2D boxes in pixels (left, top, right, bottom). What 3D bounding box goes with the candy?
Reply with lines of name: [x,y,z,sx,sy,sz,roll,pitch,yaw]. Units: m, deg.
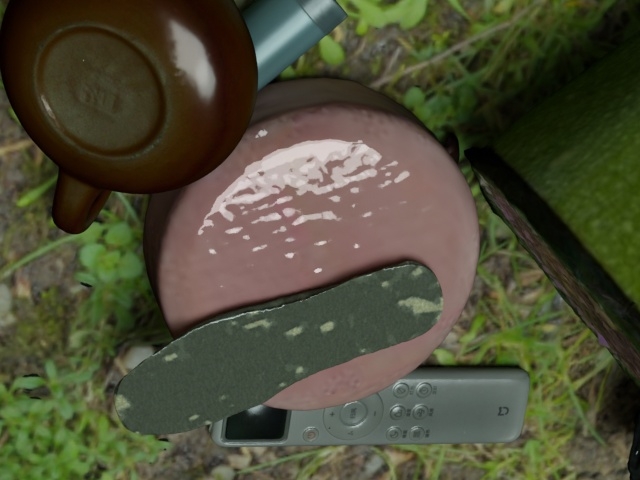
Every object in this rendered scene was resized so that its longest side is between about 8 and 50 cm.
candy: [0.000,0.000,1.341,0.255,0.094,0.255,-6,115,-13]

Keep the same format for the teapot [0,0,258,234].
teapot: [-0.126,-0.109,1.247,0.178,0.135,0.252,31,126,8]

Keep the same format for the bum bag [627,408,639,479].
bum bag: [0.348,0.079,1.461,0.074,0.137,0.310,44,98,5]

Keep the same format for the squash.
squash: [0.314,-0.035,1.303,0.309,0.310,0.310,-38,118,1]

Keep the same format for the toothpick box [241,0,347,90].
toothpick box: [-0.028,-0.150,1.288,0.083,0.052,0.052,-40,118,6]

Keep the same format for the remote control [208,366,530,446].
remote control: [0.042,0.133,1.450,0.261,0.029,0.067,1,113,-16]

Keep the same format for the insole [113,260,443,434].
insole: [-0.030,0.075,1.306,0.247,0.011,0.081,-20,118,-5]
